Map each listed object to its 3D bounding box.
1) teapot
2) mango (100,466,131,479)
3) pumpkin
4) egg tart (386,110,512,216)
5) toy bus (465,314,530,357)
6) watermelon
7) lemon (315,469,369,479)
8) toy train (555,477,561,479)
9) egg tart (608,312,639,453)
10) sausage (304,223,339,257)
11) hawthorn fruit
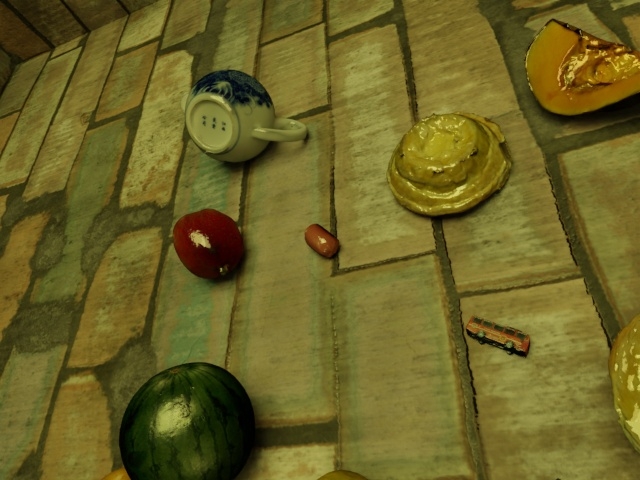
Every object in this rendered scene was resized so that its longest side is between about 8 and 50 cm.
[{"bbox_3d":[-0.238,-0.356,1.349,0.425,0.252,0.280,18,30,14],"label":"teapot"},{"bbox_3d":[-0.395,0.565,0.864,0.191,0.159,0.290,-10,46,27],"label":"mango"},{"bbox_3d":[0.589,-0.334,1.013,0.312,0.148,0.169,56,132,43],"label":"pumpkin"},{"bbox_3d":[0.276,-0.190,1.055,0.291,0.115,0.290,-11,56,17],"label":"egg tart"},{"bbox_3d":[0.318,0.171,0.850,0.110,0.031,0.043,18,62,34],"label":"toy bus"},{"bbox_3d":[-0.238,0.348,0.867,0.243,0.242,0.242,-12,55,18],"label":"watermelon"},{"bbox_3d":[0.047,0.457,0.709,0.170,0.170,0.207,-38,53,-1],"label":"lemon"},{"bbox_3d":[0.405,0.438,0.623,0.055,0.048,0.252,-32,53,-23],"label":"toy train"},{"bbox_3d":[0.564,0.219,0.644,0.315,0.120,0.314,-13,56,20],"label":"egg tart"},{"bbox_3d":[0.000,0.000,1.096,0.094,0.059,0.054,39,99,35],"label":"sausage"},{"bbox_3d":[-0.271,0.018,1.153,0.169,0.169,0.188,-28,55,7],"label":"hawthorn fruit"}]
